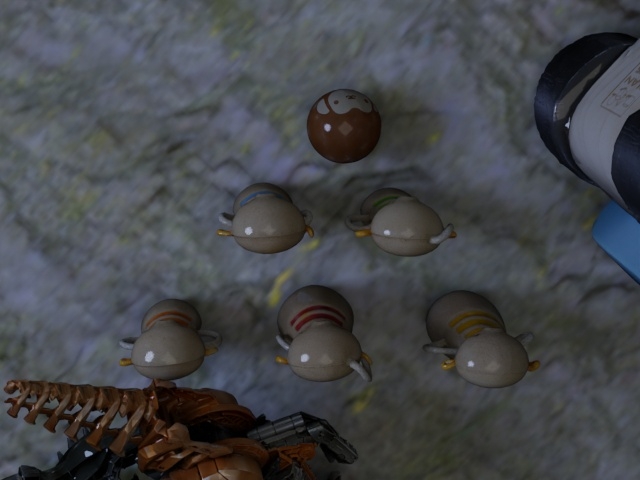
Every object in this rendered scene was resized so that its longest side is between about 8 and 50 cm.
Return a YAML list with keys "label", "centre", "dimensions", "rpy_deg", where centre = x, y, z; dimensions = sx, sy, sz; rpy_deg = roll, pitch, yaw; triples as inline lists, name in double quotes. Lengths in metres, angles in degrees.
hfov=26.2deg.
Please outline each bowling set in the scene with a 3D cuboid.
- label: "bowling set"
  centre: [0.000, 0.000, 0.946]
  dimensions: [0.287, 0.154, 0.200]
  rpy_deg: [-3, 100, -4]

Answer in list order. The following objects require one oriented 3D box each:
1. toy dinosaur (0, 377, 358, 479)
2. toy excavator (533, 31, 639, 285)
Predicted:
- label: "toy dinosaur"
  centre: [-0.101, 0.163, 0.943]
  dimensions: [0.218, 0.164, 0.322]
  rpy_deg: [-33, 117, 13]
- label: "toy excavator"
  centre: [0.338, 0.040, 0.963]
  dimensions: [0.445, 0.222, 0.433]
  rpy_deg: [42, 96, -18]
